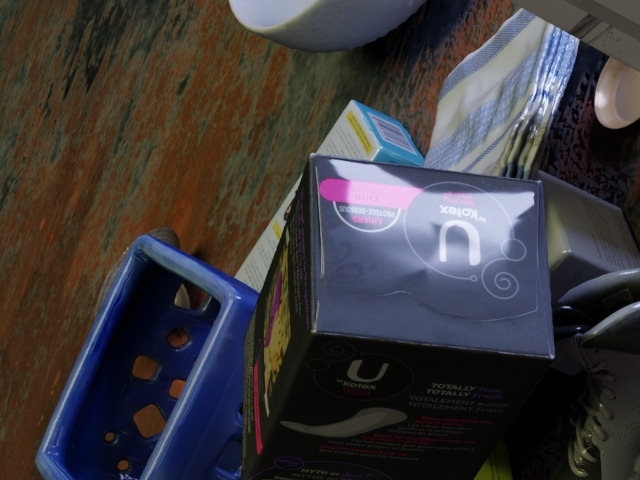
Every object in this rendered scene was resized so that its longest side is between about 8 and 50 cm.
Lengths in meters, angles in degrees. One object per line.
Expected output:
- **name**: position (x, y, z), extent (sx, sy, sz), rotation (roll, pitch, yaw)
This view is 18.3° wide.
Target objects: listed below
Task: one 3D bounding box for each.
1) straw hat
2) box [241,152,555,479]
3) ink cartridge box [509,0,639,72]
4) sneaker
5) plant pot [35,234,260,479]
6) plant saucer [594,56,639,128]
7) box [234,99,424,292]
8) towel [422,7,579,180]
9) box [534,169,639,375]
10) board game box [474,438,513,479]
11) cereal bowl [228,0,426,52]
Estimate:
- **straw hat**: position (-0.169, 0.063, 2.071), extent (0.061, 0.144, 0.144), rotation (32, 99, 24)
- **box**: position (0.044, 0.074, 1.386), extent (0.270, 0.165, 0.143), rotation (113, 160, -57)
- **ink cartridge box**: position (0.235, -0.228, 1.351), extent (0.207, 0.283, 0.117), rotation (-54, 30, 23)
- **sneaker**: position (0.184, 0.100, 1.353), extent (0.228, 0.132, 0.086), rotation (-57, 29, 17)
- **plant pot**: position (-0.077, 0.153, 1.685), extent (0.236, 0.212, 0.236), rotation (-66, 28, 3)
- **plant saucer**: position (0.245, -0.122, 1.541), extent (0.083, 0.015, 0.083), rotation (-39, 39, 41)
- **box**: position (0.000, 0.000, 1.829), extent (0.244, 0.060, 0.100), rotation (-56, 29, 19)
- **towel**: position (0.121, -0.069, 1.556), extent (0.209, 0.034, 0.285), rotation (-43, 22, 50)
- **box**: position (0.174, 0.024, 1.476), extent (0.102, 0.087, 0.101), rotation (-51, 31, 27)
- **board game box**: position (0.107, 0.238, 1.478), extent (0.092, 0.043, 0.181), rotation (-46, 33, 34)
- **cereal bowl**: position (0.058, -0.326, 1.891), extent (0.339, 0.141, 0.339), rotation (-41, 37, 40)
